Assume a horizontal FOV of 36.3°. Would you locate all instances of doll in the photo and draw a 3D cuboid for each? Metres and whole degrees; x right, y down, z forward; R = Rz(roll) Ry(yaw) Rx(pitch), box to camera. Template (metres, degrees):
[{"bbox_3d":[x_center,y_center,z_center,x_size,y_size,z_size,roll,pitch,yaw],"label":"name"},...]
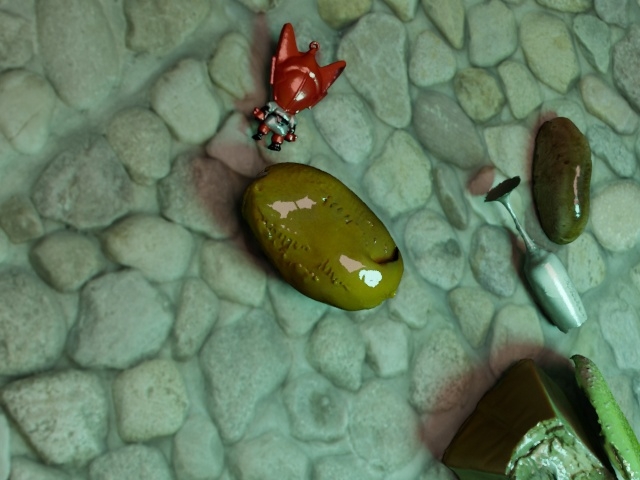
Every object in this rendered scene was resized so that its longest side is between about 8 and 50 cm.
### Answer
[{"bbox_3d":[-0.039,-0.208,1.366,0.109,0.057,0.169,31,71,-22],"label":"doll"}]

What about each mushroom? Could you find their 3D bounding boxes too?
[{"bbox_3d":[0.389,-0.099,1.553,0.072,0.094,0.210,4,86,-29],"label":"mushroom"}]

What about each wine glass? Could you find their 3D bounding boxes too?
[{"bbox_3d":[0.342,0.030,1.525,0.074,0.074,0.262,-36,102,-25],"label":"wine glass"}]

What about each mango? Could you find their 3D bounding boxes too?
[{"bbox_3d":[0.000,0.000,1.315,0.248,0.156,0.151,42,105,-15],"label":"mango"}]

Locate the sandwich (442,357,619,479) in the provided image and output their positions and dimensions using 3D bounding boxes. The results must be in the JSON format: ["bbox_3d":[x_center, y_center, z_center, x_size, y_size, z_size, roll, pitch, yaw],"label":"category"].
[{"bbox_3d":[0.332,0.290,1.416,0.155,0.198,0.227,46,68,-14],"label":"sandwich"}]

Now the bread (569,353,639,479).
[{"bbox_3d":[0.444,0.299,1.442,0.045,0.301,0.301,-27,98,13],"label":"bread"}]
